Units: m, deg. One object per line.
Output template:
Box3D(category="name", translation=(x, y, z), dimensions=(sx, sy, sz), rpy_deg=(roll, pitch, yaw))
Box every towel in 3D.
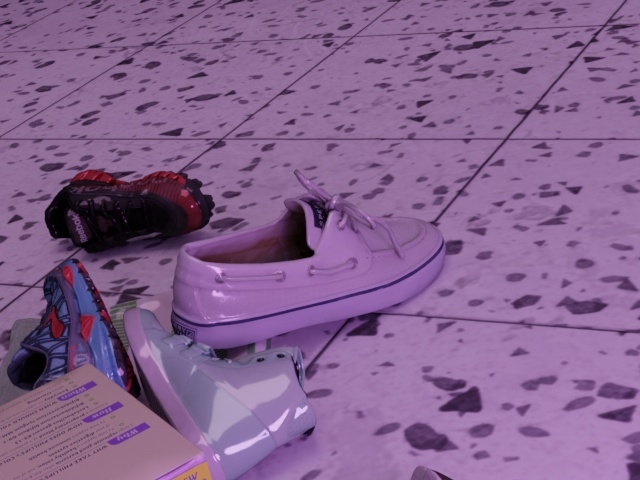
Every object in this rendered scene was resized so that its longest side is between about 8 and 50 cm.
Box3D(category="towel", translation=(-0.215, 0.126, 1.479), dimensions=(0.325, 0.038, 0.248), rpy_deg=(-11, 25, 3))

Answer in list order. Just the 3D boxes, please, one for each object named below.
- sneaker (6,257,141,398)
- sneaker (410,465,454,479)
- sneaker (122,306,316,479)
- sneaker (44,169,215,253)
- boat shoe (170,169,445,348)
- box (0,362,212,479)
Box3D(category="sneaker", translation=(-0.288, 0.106, 1.404), dimensions=(0.125, 0.104, 0.262), rpy_deg=(-23, 27, -12))
Box3D(category="sneaker", translation=(0.130, 0.239, 1.076), dimensions=(0.065, 0.061, 0.158), rpy_deg=(5, 15, -30))
Box3D(category="sneaker", translation=(-0.100, 0.136, 1.310), dimensions=(0.151, 0.094, 0.256), rpy_deg=(-25, 43, -16))
Box3D(category="sneaker", translation=(-0.274, -0.036, 1.780), dimensions=(0.276, 0.097, 0.135), rpy_deg=(4, 29, 36))
Box3D(category="boat shoe", translation=(-0.006, -0.003, 1.461), dimensions=(0.367, 0.156, 0.136), rpy_deg=(-14, 30, -29))
Box3D(category="box", translation=(-0.236, 0.240, 1.152), dimensions=(0.213, 0.117, 0.243), rpy_deg=(-26, 27, -27))
